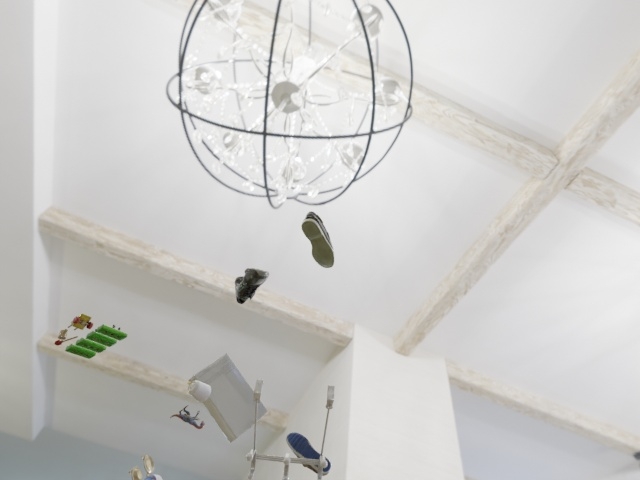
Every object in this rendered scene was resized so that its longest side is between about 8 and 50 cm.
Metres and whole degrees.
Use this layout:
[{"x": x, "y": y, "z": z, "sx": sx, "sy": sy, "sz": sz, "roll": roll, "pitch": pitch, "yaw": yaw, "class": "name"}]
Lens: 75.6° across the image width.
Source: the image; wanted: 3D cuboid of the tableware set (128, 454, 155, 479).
[{"x": -0.618, "y": 0.856, "z": 1.467, "sx": 0.020, "sy": 0.141, "sz": 0.168, "roll": -23, "pitch": -100, "yaw": -1, "class": "tableware set"}]

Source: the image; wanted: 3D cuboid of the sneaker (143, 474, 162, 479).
[{"x": -0.735, "y": 0.975, "z": 1.458, "sx": 0.130, "sy": 0.322, "sz": 0.236, "roll": -8, "pitch": -43, "yaw": 43, "class": "sneaker"}]

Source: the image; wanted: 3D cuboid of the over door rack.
[{"x": -0.094, "y": 0.588, "z": 1.231, "sx": 0.240, "sy": 0.108, "sz": 0.323, "roll": 6, "pitch": -76, "yaw": -1, "class": "over door rack"}]

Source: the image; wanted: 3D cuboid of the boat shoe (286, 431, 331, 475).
[{"x": -0.049, "y": 0.737, "z": 1.410, "sx": 0.183, "sy": 0.066, "sz": 0.066, "roll": 33, "pitch": -51, "yaw": 27, "class": "boat shoe"}]

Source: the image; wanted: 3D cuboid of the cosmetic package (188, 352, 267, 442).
[{"x": -0.480, "y": 0.813, "z": 2.144, "sx": 0.385, "sy": 0.217, "sz": 0.156, "roll": 54, "pitch": -40, "yaw": 10, "class": "cosmetic package"}]

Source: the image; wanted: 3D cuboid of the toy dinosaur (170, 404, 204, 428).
[{"x": -0.399, "y": 0.550, "z": 1.269, "sx": 0.090, "sy": 0.047, "sz": 0.082, "roll": -34, "pitch": -94, "yaw": 14, "class": "toy dinosaur"}]

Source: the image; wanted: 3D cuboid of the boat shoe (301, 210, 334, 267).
[{"x": 0.000, "y": 0.000, "z": 1.455, "sx": 0.081, "sy": 0.068, "sz": 0.227, "roll": -9, "pitch": -52, "yaw": 18, "class": "boat shoe"}]

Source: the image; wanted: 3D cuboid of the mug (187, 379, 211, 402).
[{"x": -0.424, "y": 0.510, "z": 1.406, "sx": 0.078, "sy": 0.062, "sz": 0.064, "roll": -17, "pitch": -48, "yaw": 22, "class": "mug"}]

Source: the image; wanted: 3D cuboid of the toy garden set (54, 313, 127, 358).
[{"x": -0.934, "y": 0.377, "z": 1.646, "sx": 0.244, "sy": 0.049, "sz": 0.204, "roll": -29, "pitch": -45, "yaw": 20, "class": "toy garden set"}]

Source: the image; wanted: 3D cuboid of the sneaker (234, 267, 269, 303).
[{"x": -0.275, "y": 0.182, "z": 1.643, "sx": 0.101, "sy": 0.106, "sz": 0.267, "roll": 14, "pitch": -25, "yaw": -22, "class": "sneaker"}]
